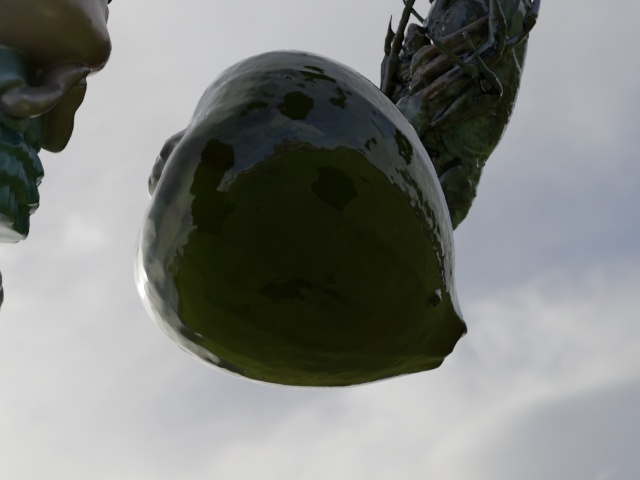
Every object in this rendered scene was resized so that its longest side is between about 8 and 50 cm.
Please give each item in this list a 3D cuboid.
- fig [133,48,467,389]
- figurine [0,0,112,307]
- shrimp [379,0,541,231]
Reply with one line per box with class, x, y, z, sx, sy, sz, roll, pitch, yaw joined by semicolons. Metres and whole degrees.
fig;0.000;0.000;1.054;0.225;0.203;0.203;31;-57;-9
figurine;-0.168;-0.079;0.877;0.110;0.245;0.138;14;-14;-6
shrimp;0.131;-0.174;1.578;0.137;0.372;0.172;13;-5;-13
